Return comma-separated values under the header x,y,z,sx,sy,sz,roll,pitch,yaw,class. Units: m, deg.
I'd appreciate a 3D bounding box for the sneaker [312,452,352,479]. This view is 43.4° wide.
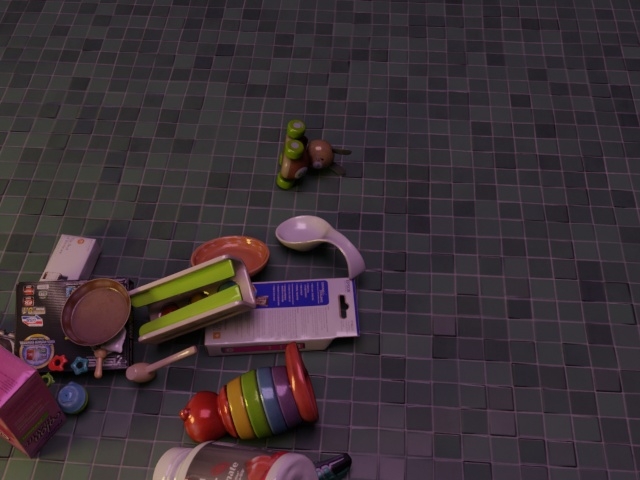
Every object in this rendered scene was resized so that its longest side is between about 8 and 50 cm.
x,y,z,sx,sy,sz,roll,pitch,yaw,class
-0.044,0.497,1.714,0.223,0.083,0.098,-27,52,-18,sneaker

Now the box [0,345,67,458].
x,y,z,sx,sy,sz,roll,pitch,yaw,class
-0.696,0.329,1.746,0.213,0.243,0.117,27,59,19,box

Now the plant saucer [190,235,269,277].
x,y,z,sx,sy,sz,roll,pitch,yaw,class
-0.228,0.052,2.046,0.199,0.037,0.200,-3,30,2,plant saucer

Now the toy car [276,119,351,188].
x,y,z,sx,sy,sz,roll,pitch,yaw,class
-0.014,-0.226,2.230,0.188,0.155,0.149,10,52,-8,toy car

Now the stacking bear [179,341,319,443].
x,y,z,sx,sy,sz,roll,pitch,yaw,class
-0.162,0.364,1.777,0.288,0.175,0.164,-17,46,0,stacking bear

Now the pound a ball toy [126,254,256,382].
x,y,z,sx,sy,sz,roll,pitch,yaw,class
-0.307,0.188,1.881,0.319,0.135,0.208,-22,74,13,pound a ball toy

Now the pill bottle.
x,y,z,sx,sy,sz,roll,pitch,yaw,class
-0.176,0.496,1.608,0.318,0.176,0.176,-2,48,33,pill bottle

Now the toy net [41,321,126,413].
x,y,z,sx,sy,sz,roll,pitch,yaw,class
-0.534,0.277,1.840,0.122,0.045,0.232,35,77,19,toy net

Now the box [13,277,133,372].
x,y,z,sx,sy,sz,roll,pitch,yaw,class
-0.580,0.203,1.904,0.269,0.060,0.216,-2,78,-1,box

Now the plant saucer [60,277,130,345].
x,y,z,sx,sy,sz,roll,pitch,yaw,class
-0.511,0.167,1.846,0.168,0.029,0.169,-5,61,9,plant saucer

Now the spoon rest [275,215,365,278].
x,y,z,sx,sy,sz,roll,pitch,yaw,class
0.000,0.000,2.059,0.137,0.084,0.276,-32,45,-33,spoon rest

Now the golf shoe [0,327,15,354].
x,y,z,sx,sy,sz,roll,pitch,yaw,class
-0.815,0.251,1.900,0.198,0.077,0.094,2,34,4,golf shoe

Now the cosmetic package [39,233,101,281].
x,y,z,sx,sy,sz,roll,pitch,yaw,class
-0.647,0.098,2.036,0.098,0.060,0.239,9,54,6,cosmetic package

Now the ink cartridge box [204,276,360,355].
x,y,z,sx,sy,sz,roll,pitch,yaw,class
-0.094,0.183,1.962,0.370,0.069,0.176,-4,52,1,ink cartridge box
